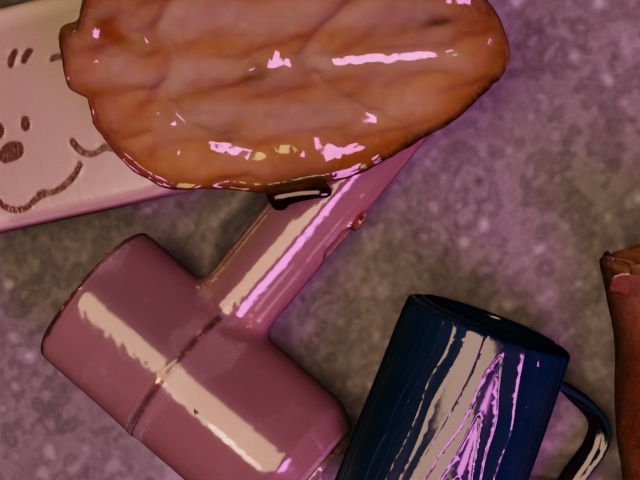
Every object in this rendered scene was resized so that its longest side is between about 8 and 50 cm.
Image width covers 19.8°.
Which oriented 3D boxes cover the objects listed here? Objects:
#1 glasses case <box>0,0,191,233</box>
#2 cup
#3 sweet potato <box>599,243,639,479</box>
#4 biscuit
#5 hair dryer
[{"bbox_3d":[-0.248,-0.068,1.211,0.336,0.076,0.144,-13,90,13],"label":"glasses case"},{"bbox_3d":[0.093,0.116,1.138,0.113,0.150,0.138,26,98,45],"label":"cup"},{"bbox_3d":[0.240,0.158,1.083,0.131,0.131,0.337,-8,91,13],"label":"sweet potato"},{"bbox_3d":[-0.020,-0.108,1.062,0.260,0.041,0.203,-2,127,-4],"label":"biscuit"},{"bbox_3d":[0.000,0.000,1.154,0.189,0.107,0.344,40,95,8],"label":"hair dryer"}]
